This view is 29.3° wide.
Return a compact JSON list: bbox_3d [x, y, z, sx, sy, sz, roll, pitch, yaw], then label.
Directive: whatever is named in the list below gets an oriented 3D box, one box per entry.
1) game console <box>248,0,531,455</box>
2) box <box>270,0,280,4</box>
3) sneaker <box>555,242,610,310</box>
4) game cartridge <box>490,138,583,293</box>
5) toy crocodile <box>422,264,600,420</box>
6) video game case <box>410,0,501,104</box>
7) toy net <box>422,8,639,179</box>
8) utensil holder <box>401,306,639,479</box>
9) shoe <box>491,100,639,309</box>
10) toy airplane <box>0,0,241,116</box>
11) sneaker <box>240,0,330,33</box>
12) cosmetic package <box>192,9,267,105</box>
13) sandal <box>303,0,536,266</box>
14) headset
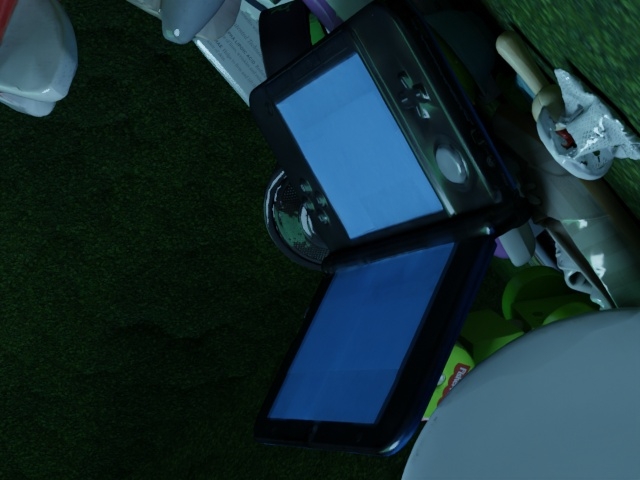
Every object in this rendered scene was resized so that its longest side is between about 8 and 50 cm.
[{"bbox_3d":[0.000,0.000,0.884,0.250,0.173,0.293,60,157,-5],"label":"game console"},{"bbox_3d":[-0.073,-0.333,1.207,0.170,0.091,0.130,49,-177,-21],"label":"box"},{"bbox_3d":[0.213,0.002,0.999,0.054,0.061,0.152,45,-173,-38],"label":"sneaker"},{"bbox_3d":[0.258,0.023,1.291,0.294,0.060,0.196,49,-173,-19],"label":"game cartridge"},{"bbox_3d":[0.144,0.098,1.026,0.115,0.340,0.105,-132,34,-65],"label":"toy crocodile"},{"bbox_3d":[0.058,-0.210,0.972,0.190,0.022,0.173,53,-176,39],"label":"video game case"},{"bbox_3d":[0.137,-0.081,0.788,0.122,0.045,0.232,49,-177,-32],"label":"toy net"},{"bbox_3d":[0.242,0.249,0.888,0.327,0.327,0.385,52,-178,29],"label":"utensil holder"},{"bbox_3d":[0.195,-0.012,0.912,0.219,0.058,0.076,51,-177,12],"label":"shoe"},{"bbox_3d":[-0.185,-0.283,0.918,0.386,0.272,0.384,-57,-45,-55],"label":"toy airplane"},{"bbox_3d":[-0.006,-0.282,1.466,0.235,0.095,0.090,32,-144,-1],"label":"sneaker"},{"bbox_3d":[-0.060,-0.281,1.624,0.151,0.183,0.151,48,-176,-21],"label":"cosmetic package"},{"bbox_3d":[0.044,-0.121,1.019,0.416,0.102,0.169,59,-172,33],"label":"sandal"},{"bbox_3d":[0.048,-0.048,1.191,0.243,0.185,0.394,-31,-75,-81],"label":"headset"}]
